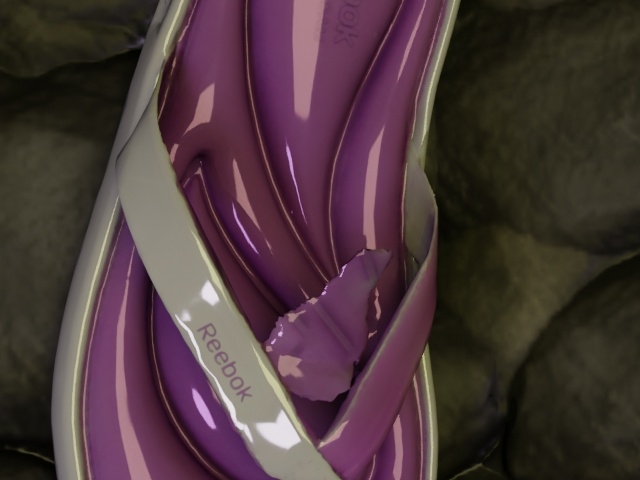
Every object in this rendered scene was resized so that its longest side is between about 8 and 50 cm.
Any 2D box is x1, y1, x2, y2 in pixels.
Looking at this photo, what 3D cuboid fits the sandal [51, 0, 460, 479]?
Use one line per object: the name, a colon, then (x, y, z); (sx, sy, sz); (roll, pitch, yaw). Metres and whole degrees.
sandal: (-0.015, -0.001, 0.808); (0.169, 0.102, 0.416); (6, 82, -17)
